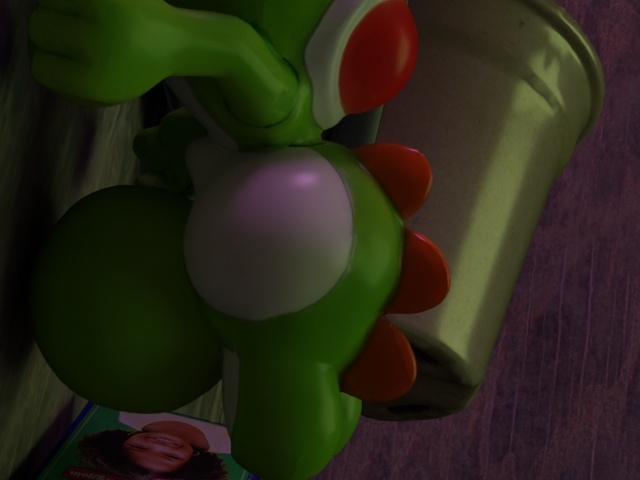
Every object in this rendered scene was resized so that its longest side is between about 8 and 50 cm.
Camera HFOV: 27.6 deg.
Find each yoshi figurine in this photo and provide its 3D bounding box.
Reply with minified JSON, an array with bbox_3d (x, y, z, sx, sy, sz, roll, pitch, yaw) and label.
[{"bbox_3d":[-0.066,-0.067,0.609,0.203,0.203,0.362,-1,-87,52],"label":"yoshi figurine"}]

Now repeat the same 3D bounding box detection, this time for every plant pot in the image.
[{"bbox_3d":[0.056,-0.025,1.115,0.334,0.334,0.305,96,8,-63],"label":"plant pot"}]

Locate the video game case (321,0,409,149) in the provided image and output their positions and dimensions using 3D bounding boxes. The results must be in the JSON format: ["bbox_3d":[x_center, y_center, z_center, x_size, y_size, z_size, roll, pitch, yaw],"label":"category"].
[{"bbox_3d":[-0.032,-0.069,0.955,0.248,0.035,0.275,7,-97,64],"label":"video game case"}]

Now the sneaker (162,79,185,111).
[{"bbox_3d":[-0.019,-0.214,0.820,0.125,0.139,0.341,-78,179,-76],"label":"sneaker"}]

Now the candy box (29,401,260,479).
[{"bbox_3d":[-0.122,0.263,0.659,0.317,0.122,0.268,-74,175,-76],"label":"candy box"}]
